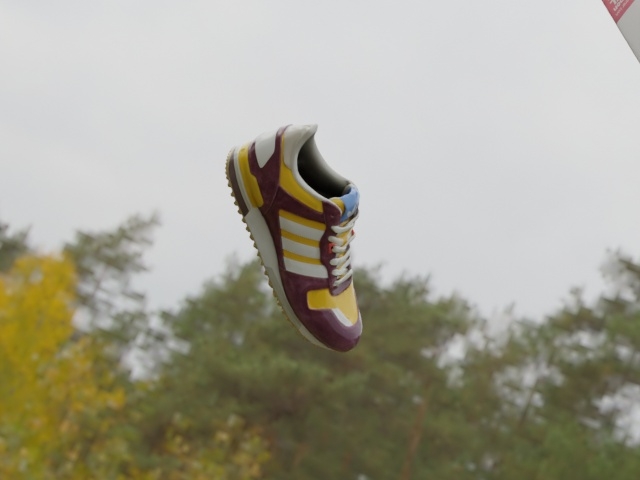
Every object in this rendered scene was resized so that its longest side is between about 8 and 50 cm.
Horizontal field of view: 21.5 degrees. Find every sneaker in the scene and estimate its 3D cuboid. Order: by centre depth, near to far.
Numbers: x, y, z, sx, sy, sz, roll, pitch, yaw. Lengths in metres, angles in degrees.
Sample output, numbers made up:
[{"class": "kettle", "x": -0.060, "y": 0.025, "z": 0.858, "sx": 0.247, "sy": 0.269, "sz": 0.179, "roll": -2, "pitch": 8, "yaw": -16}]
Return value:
[{"class": "sneaker", "x": 0.000, "y": 0.000, "z": 1.288, "sx": 0.084, "sy": 0.069, "sz": 0.185, "roll": -20, "pitch": -73, "yaw": 28}]

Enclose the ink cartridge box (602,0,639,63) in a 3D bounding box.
[{"class": "ink cartridge box", "x": 0.402, "y": -0.179, "z": 1.663, "sx": 0.172, "sy": 0.237, "sz": 0.100, "roll": 21, "pitch": -58, "yaw": -30}]
